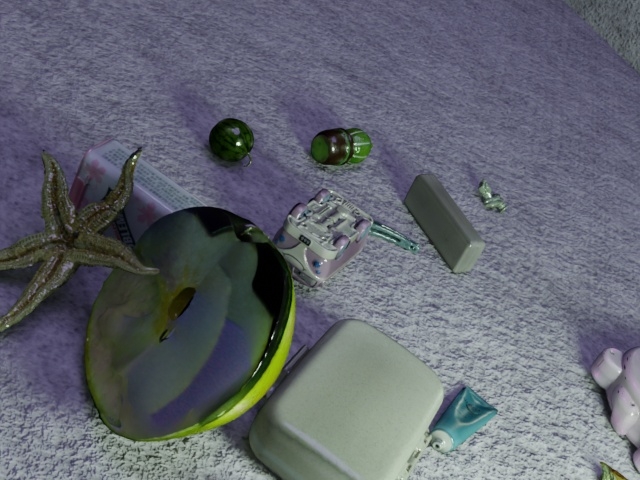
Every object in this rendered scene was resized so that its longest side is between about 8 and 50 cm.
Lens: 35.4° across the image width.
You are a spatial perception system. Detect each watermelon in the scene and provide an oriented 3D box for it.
[{"bbox_3d":[-0.191,-0.220,2.209,0.109,0.109,0.109,19,36,-15],"label":"watermelon"}]

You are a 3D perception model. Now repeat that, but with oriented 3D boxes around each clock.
[{"bbox_3d":[0.744,0.368,2.142,0.296,0.113,0.322,4,41,-32],"label":"clock"}]

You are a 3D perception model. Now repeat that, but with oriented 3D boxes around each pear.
[{"bbox_3d":[-0.183,0.150,1.598,0.165,0.399,0.398,41,19,-48],"label":"pear"}]

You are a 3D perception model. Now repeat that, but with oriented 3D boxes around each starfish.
[{"bbox_3d":[-0.439,-0.006,1.676,0.358,0.078,0.347,-12,60,6],"label":"starfish"}]

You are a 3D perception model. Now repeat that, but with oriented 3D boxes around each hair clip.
[{"bbox_3d":[0.102,-0.029,2.230,0.275,0.048,0.083,15,34,-22],"label":"hair clip"}]

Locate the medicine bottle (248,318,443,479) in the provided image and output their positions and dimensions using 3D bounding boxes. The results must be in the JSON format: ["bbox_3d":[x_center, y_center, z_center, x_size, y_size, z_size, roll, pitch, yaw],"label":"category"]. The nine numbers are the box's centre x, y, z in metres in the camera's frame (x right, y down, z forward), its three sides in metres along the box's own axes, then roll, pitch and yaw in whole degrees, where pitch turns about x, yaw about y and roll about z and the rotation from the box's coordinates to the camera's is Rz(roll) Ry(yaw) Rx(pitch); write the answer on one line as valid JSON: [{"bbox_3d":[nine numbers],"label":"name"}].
[{"bbox_3d":[0.054,0.295,1.726,0.282,0.123,0.375,34,36,9],"label":"medicine bottle"}]

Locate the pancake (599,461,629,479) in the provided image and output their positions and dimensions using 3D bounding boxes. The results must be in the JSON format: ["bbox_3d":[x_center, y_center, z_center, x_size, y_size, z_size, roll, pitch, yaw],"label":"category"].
[{"bbox_3d":[0.639,0.570,1.866,0.197,0.054,0.376,-13,52,-43],"label":"pancake"}]

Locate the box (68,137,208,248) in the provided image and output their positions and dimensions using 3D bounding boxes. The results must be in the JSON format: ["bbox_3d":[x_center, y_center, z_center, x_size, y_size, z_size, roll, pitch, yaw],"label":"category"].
[{"bbox_3d":[-0.280,-0.005,1.804,0.370,0.190,0.112,36,36,6],"label":"box"}]

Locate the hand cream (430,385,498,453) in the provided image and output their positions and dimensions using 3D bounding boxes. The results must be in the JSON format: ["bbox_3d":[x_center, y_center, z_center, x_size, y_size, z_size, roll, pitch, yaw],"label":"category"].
[{"bbox_3d":[0.266,0.342,1.896,0.083,0.048,0.224,38,31,15],"label":"hand cream"}]

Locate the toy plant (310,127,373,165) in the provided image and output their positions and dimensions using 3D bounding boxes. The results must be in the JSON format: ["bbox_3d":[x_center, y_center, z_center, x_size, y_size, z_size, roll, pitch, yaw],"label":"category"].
[{"bbox_3d":[0.057,-0.225,2.398,0.162,0.092,0.093,-11,52,-43],"label":"toy plant"}]

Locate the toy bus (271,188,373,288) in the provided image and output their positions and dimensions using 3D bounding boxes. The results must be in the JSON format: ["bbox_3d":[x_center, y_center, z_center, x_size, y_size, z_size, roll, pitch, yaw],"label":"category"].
[{"bbox_3d":[0.000,0.000,2.035,0.142,0.142,0.202,38,35,12],"label":"toy bus"}]

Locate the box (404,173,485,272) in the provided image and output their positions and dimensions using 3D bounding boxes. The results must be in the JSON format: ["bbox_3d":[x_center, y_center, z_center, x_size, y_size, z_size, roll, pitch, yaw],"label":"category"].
[{"bbox_3d":[0.285,-0.042,2.323,0.055,0.103,0.243,-6,49,-32],"label":"box"}]

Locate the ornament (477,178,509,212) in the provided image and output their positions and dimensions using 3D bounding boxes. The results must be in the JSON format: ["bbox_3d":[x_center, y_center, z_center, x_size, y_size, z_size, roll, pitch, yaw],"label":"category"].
[{"bbox_3d":[0.441,-0.109,2.576,0.092,0.041,0.068,32,40,-14],"label":"ornament"}]
